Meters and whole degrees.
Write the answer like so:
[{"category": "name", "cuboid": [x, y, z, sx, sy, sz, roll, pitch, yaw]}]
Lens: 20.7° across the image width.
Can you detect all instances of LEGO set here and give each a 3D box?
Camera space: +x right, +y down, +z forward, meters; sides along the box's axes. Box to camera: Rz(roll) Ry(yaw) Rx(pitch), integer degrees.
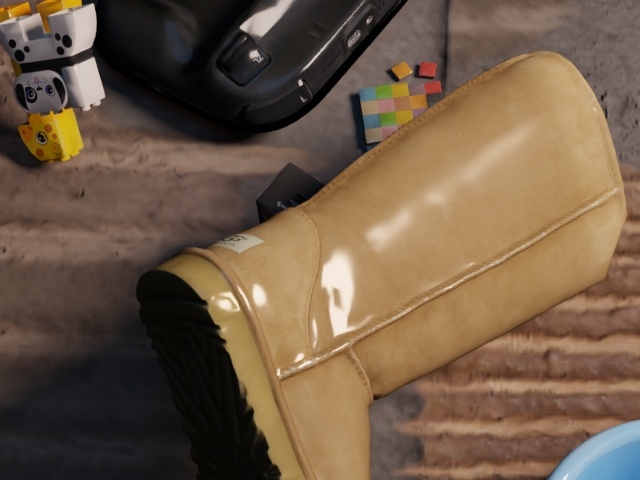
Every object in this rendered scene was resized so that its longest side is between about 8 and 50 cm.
[{"category": "LEGO set", "cuboid": [-0.193, -0.082, 1.014, 0.227, 0.093, 0.087, -5, 18, 32]}]

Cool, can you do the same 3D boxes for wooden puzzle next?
[{"category": "wooden puzzle", "cuboid": [0.049, -0.072, 1.032, 0.049, 0.006, 0.083, -8, 59, 0]}]

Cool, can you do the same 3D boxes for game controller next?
[{"category": "game controller", "cuboid": [0.001, -0.203, 1.093, 0.166, 0.067, 0.319, 24, 63, 34]}]

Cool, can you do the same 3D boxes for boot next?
[{"category": "boot", "cuboid": [0.058, 0.057, 0.891, 0.269, 0.236, 0.089, -28, 23, -34]}]

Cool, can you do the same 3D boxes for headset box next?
[{"category": "headset box", "cuboid": [0.000, 0.000, 0.950, 0.062, 0.083, 0.032, 33, 67, 21]}]

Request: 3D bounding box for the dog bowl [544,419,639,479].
[{"category": "dog bowl", "cuboid": [0.232, 0.154, 0.846, 0.297, 0.074, 0.166, -7, 60, 1]}]
